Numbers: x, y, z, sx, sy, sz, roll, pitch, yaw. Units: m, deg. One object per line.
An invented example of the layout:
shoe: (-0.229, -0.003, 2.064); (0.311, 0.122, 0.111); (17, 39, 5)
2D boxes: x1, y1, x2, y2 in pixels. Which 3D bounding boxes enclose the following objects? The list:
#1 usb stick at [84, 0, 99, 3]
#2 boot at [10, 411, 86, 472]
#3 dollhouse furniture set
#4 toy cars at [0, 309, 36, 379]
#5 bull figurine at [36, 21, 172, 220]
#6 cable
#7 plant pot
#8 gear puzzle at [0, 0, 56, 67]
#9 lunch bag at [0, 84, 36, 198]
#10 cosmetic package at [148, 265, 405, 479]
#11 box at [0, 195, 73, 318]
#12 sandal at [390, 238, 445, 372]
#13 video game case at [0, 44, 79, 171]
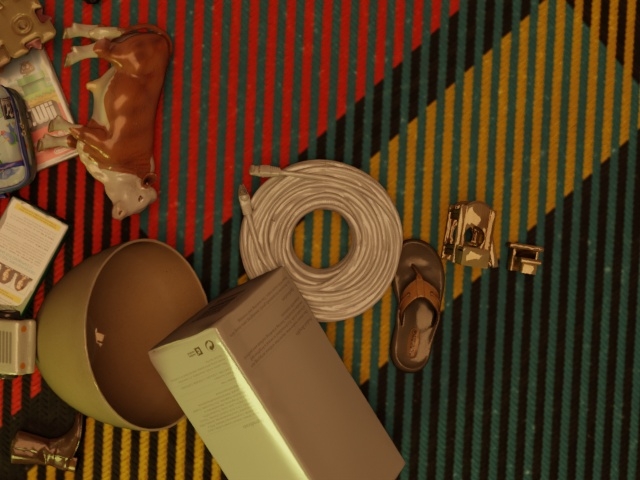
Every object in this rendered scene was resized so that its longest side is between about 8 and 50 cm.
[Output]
usb stick: (-0.290, -0.486, 1.757); (0.278, 0.045, 0.077); (-44, 94, -2)
boot: (-0.437, 0.313, 1.783); (0.114, 0.037, 0.106); (11, 89, 0)
dollhouse furniture set: (0.288, -0.004, 1.748); (0.161, 0.182, 0.101); (9, 91, -4)
toy cars: (-0.576, 0.078, 1.659); (0.393, 0.087, 0.176); (47, 112, 19)
bull figurine: (-0.324, -0.191, 1.729); (0.188, 0.101, 0.310); (12, 86, -25)
cable: (0.000, 0.000, 1.775); (0.257, 0.089, 0.257); (-3, 93, -4)
plant pot: (-0.324, 0.147, 1.691); (0.191, 0.284, 0.284); (-7, 93, 32)
gear puzzle: (-0.554, -0.409, 1.727); (0.175, 0.044, 0.339); (-31, 83, -2)
lunch bag: (-0.552, -0.141, 1.706); (0.219, 0.090, 0.176); (-10, 96, -3)
cosmetic package: (-0.056, 0.261, 1.686); (0.156, 0.217, 0.385); (-23, 100, 36)
box: (-0.492, 0.060, 1.755); (0.101, 0.060, 0.244); (29, 90, -4)
sandal: (0.154, 0.108, 1.803); (0.090, 0.060, 0.219); (8, 91, -5)
video game case: (-0.517, -0.234, 1.761); (0.204, 0.025, 0.285); (-22, 93, -3)
